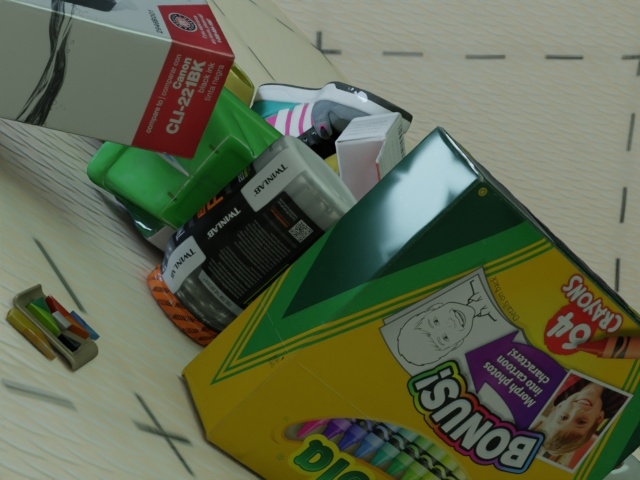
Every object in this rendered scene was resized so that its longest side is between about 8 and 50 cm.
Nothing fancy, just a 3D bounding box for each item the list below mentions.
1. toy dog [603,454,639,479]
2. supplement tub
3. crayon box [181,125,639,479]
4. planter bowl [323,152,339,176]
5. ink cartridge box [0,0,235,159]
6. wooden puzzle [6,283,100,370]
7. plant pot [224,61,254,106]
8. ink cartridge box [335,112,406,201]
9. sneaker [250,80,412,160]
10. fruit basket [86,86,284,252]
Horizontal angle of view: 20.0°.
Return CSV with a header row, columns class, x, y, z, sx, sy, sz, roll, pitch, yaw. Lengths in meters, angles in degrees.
class,x,y,z,sx,sy,sz,roll,pitch,yaw
toy dog,0.360,0.284,2.412,0.220,0.161,0.334,54,12,32
supplement tub,-0.061,0.004,1.672,0.117,0.190,0.117,46,10,-11
crayon box,0.113,0.125,1.596,0.363,0.313,0.106,40,10,-36
planter bowl,0.000,0.000,2.098,0.217,0.090,0.217,-5,90,-79
ink cartridge box,-0.238,-0.190,1.591,0.273,0.114,0.197,11,29,-26
wooden puzzle,-0.200,0.065,1.384,0.078,0.014,0.116,47,10,-6
plant pot,-0.140,-0.184,2.288,0.134,0.095,0.134,45,11,-12
ink cartridge box,0.067,0.027,2.016,0.261,0.066,0.296,-60,143,-73
sneaker,-0.016,-0.098,2.226,0.124,0.178,0.295,27,-11,-31
fruit basket,-0.154,-0.093,1.874,0.327,0.165,0.353,38,-1,-44
